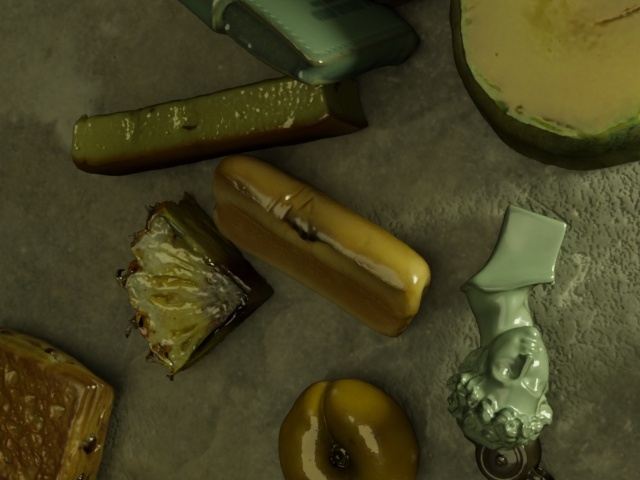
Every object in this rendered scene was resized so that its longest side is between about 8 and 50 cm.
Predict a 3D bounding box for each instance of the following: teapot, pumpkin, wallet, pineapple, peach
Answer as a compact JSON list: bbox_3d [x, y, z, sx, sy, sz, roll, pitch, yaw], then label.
[{"bbox_3d":[0.224,0.257,1.352,0.121,0.068,0.076,33,104,16],"label":"teapot"},{"bbox_3d":[0.283,-0.235,1.234,0.332,0.199,0.332,3,97,22],"label":"pumpkin"},{"bbox_3d":[-0.073,-0.310,1.344,0.360,0.252,0.083,42,129,15],"label":"wallet"},{"bbox_3d":[-0.161,0.060,1.481,0.186,0.114,0.237,-1,103,21],"label":"pineapple"},{"bbox_3d":[0.034,0.252,1.408,0.179,0.103,0.179,0,91,22],"label":"peach"}]

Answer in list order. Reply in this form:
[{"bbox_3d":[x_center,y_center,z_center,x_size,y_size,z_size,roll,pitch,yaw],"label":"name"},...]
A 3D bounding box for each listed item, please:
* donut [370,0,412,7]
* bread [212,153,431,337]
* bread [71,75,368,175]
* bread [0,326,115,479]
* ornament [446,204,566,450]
[{"bbox_3d":[0.053,-0.462,1.338,0.345,0.136,0.259,47,106,11],"label":"donut"},{"bbox_3d":[0.000,0.000,1.400,0.305,0.142,0.091,32,63,15],"label":"bread"},{"bbox_3d":[-0.133,-0.142,1.428,0.361,0.138,0.077,-9,89,21],"label":"bread"},{"bbox_3d":[-0.393,0.241,1.579,0.235,0.099,0.211,18,97,25],"label":"bread"},{"bbox_3d":[0.212,0.097,1.315,0.120,0.130,0.285,5,75,11],"label":"ornament"}]
